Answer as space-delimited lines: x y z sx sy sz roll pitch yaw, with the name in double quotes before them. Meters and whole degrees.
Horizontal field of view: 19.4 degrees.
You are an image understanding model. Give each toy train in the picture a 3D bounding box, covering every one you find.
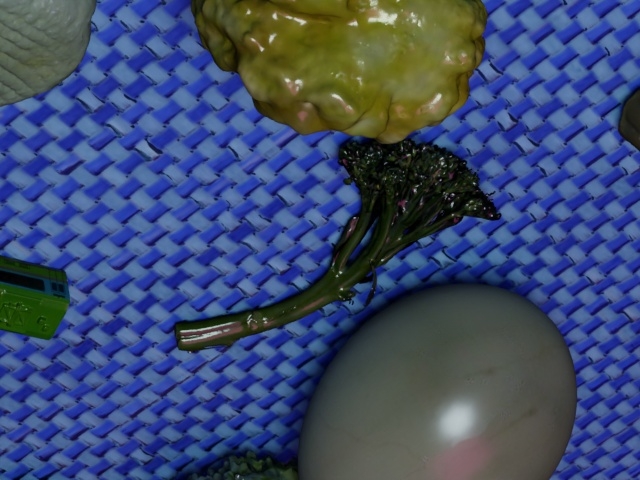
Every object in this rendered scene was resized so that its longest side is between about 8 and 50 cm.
"toy train" -0.282 0.027 1.330 0.209 0.042 0.044 14 123 -27

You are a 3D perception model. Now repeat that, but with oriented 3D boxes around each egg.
"egg" 0.087 0.140 1.438 0.241 0.186 0.186 -43 128 10

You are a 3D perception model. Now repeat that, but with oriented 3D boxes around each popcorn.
"popcorn" 0.017 -0.150 1.172 0.197 0.198 0.156 13 132 -26

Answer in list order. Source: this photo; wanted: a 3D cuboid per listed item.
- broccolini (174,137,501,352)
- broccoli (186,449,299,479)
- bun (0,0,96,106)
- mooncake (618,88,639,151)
"broccolini" -0.006 0.005 1.392 0.271 0.062 0.123 -30 121 13
"broccoli" -0.088 0.349 1.561 0.249 0.302 0.375 2 103 8
"bun" -0.243 -0.154 1.129 0.212 0.127 0.204 -14 157 -3
"mooncake" 0.396 -0.125 1.402 0.346 0.057 0.150 -23 145 11
